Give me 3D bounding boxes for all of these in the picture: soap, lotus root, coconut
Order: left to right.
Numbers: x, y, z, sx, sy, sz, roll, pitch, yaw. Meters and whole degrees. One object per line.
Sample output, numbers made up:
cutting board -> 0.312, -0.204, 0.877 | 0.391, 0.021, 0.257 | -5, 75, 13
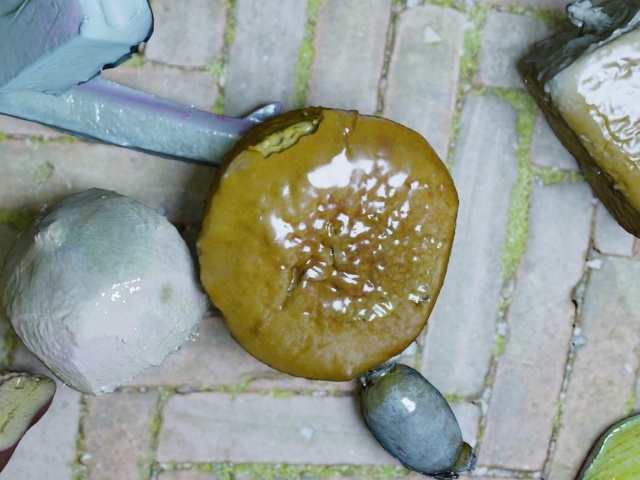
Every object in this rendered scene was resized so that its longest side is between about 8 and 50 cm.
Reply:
soap -> -0.253, -0.272, 0.911 | 0.150, 0.094, 0.262 | -21, 86, 31
coconut -> -0.208, 0.043, 0.972 | 0.194, 0.194, 0.194 | -1, 98, -5
lotus root -> 0.100, 0.192, 1.071 | 0.088, 0.088, 0.165 | -39, 109, 1

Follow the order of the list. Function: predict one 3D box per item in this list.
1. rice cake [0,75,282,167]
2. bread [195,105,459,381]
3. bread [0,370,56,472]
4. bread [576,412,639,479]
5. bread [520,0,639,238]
rice cake -> -0.177, -0.126, 1.013 | 0.290, 0.051, 0.081 | 12, 99, -9
bread -> 0.000, 0.000, 0.982 | 0.268, 0.146, 0.269 | -5, 110, -13
bread -> -0.317, 0.176, 1.014 | 0.067, 0.192, 0.119 | 37, 57, -4
bread -> 0.371, 0.290, 1.132 | 0.228, 0.033, 0.229 | -1, 100, -5
bread -> 0.315, -0.133, 0.983 | 0.176, 0.195, 0.246 | -37, 100, 5
